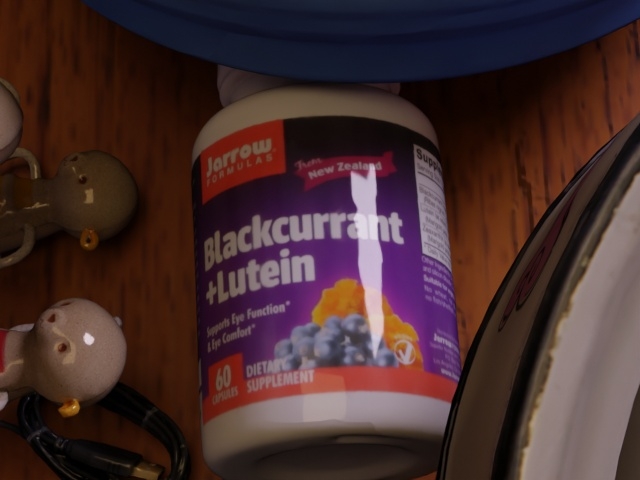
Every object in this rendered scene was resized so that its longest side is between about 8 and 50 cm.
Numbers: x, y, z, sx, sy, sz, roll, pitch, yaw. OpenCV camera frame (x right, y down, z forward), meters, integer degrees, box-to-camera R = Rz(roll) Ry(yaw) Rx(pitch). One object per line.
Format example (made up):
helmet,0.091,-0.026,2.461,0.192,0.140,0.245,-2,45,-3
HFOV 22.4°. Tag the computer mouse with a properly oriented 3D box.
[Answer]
computer mouse,-0.174,0.076,0.715,0.242,0.041,0.071,7,70,11

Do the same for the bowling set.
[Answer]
bowling set,-0.163,0.002,0.611,0.154,0.199,0.287,-9,42,2

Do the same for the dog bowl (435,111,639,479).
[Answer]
dog bowl,0.217,0.103,0.511,0.408,0.150,0.407,1,86,-16

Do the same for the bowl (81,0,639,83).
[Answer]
bowl,0.027,-0.222,0.720,0.391,0.077,0.391,-2,51,3

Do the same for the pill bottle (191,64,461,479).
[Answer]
pill bottle,0.000,0.000,0.680,0.108,0.108,0.193,-7,68,7
